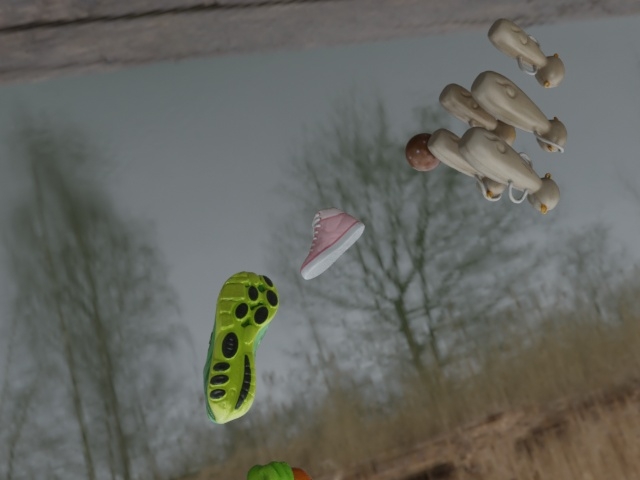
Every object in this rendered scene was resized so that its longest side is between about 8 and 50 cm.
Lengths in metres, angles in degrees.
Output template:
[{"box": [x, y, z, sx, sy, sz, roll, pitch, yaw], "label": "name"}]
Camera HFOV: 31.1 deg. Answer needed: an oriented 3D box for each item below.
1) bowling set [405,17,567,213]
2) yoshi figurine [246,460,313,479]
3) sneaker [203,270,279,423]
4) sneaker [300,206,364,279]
[{"box": [0.230, -0.142, 1.575, 0.154, 0.287, 0.200, 33, 143, -18], "label": "bowling set"}, {"box": [-0.136, 0.365, 1.457, 0.203, 0.203, 0.362, 13, -174, 18], "label": "yoshi figurine"}, {"box": [-0.152, 0.180, 1.986, 0.109, 0.295, 0.123, 22, 144, -12], "label": "sneaker"}, {"box": [0.000, 0.000, 1.756, 0.134, 0.070, 0.051, -42, 164, -28], "label": "sneaker"}]
